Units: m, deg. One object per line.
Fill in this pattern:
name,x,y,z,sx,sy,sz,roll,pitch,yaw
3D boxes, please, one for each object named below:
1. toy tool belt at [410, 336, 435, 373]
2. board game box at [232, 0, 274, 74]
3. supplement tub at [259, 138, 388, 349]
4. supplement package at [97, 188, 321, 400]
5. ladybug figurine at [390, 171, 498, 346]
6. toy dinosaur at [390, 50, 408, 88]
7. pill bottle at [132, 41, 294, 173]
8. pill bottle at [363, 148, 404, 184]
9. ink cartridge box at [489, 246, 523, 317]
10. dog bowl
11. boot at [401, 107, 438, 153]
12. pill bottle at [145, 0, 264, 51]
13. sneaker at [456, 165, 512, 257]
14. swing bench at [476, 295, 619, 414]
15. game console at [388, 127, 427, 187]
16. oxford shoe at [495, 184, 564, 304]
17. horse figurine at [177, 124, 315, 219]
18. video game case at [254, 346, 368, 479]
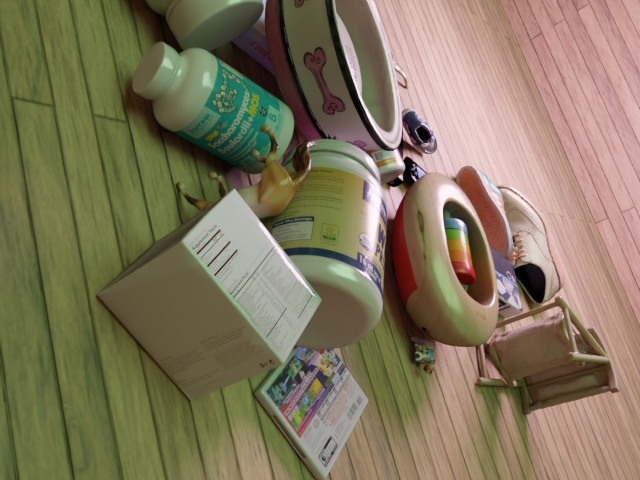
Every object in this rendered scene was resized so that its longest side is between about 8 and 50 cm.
toy tool belt,0.217,0.247,1.367,0.051,0.052,0.083,18,43,-5
board game box,-0.093,-0.515,1.460,0.318,0.066,0.319,33,45,-35
supplement tub,0.000,0.000,1.091,0.228,0.228,0.316,38,42,-31
supplement package,-0.149,0.078,0.877,0.203,0.194,0.149,53,35,-14
ladybug figurine,0.275,0.043,1.470,0.305,0.161,0.450,31,46,-36
toy dinosaur,0.188,-0.518,1.831,0.268,0.064,0.118,44,32,-29
pill bottle,-0.183,-0.228,1.085,0.264,0.146,0.146,26,48,-39
pill bottle,0.104,-0.238,1.477,0.121,0.121,0.216,-6,72,-53
ink cartridge box,0.437,0.081,1.739,0.332,0.065,0.165,29,47,-37
dog bowl,0.031,-0.360,1.264,0.408,0.150,0.408,-13,90,-70
boot,0.284,-0.280,1.747,0.190,0.069,0.086,37,19,-45
pill bottle,-0.260,-0.542,1.146,0.204,0.204,0.361,-30,91,-55
sneaker,0.517,-0.088,1.913,0.121,0.108,0.302,2,65,-47
swing bench,0.553,0.296,1.574,0.254,0.253,0.165,34,44,-35
game console,0.239,-0.199,1.692,0.361,0.044,0.213,36,43,-33
oxford shoe,0.636,0.012,1.977,0.146,0.140,0.397,-33,93,-50
horse figurine,-0.115,-0.074,1.006,0.174,0.263,0.066,62,5,33
video game case,-0.008,0.267,1.080,0.183,0.023,0.201,56,36,-9
